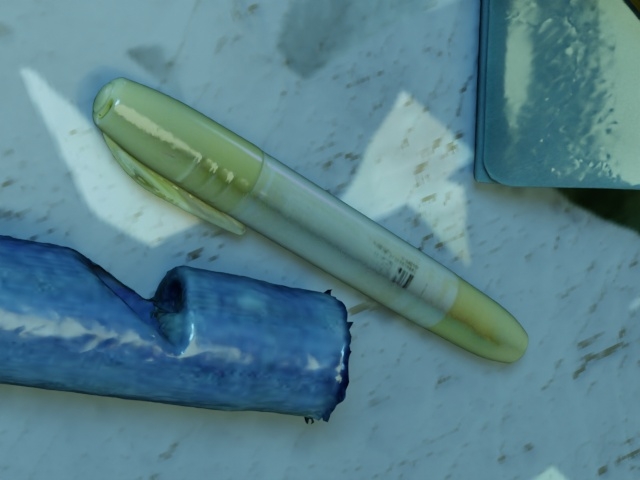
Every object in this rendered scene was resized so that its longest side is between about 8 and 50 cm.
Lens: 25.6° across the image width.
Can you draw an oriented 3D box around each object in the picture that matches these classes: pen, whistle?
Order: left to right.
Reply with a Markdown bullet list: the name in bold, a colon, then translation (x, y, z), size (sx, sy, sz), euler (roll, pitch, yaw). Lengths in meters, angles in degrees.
- **whistle**: translation (-0.136, 0.026, 0.544), size (0.304, 0.062, 0.062), euler (11, 101, -22)
- **pen**: translation (0.000, 0.000, 0.605), size (0.233, 0.032, 0.040), euler (32, 115, -26)

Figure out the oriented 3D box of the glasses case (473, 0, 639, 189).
- **glasses case**: translation (0.122, -0.154, 0.594), size (0.105, 0.056, 0.266), euler (-5, 106, -20)

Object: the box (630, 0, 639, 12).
- **box**: translation (0.201, -0.161, 0.554), size (0.301, 0.084, 0.192), euler (39, 77, -39)
